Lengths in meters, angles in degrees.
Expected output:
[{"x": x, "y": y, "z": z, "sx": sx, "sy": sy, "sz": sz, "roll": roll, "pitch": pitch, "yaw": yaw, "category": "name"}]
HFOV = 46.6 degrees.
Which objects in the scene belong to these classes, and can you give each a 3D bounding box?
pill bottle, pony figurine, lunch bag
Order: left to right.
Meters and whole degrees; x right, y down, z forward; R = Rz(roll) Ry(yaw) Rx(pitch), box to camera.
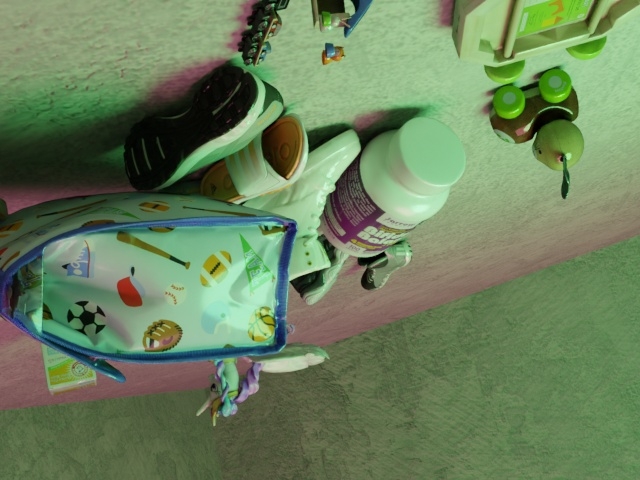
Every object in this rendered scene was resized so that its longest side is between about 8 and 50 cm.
[{"x": -0.281, "y": 0.050, "z": 1.030, "sx": 0.385, "sy": 0.239, "sz": 0.328, "roll": 1, "pitch": -174, "yaw": -36, "category": "lunch bag"}, {"x": -0.171, "y": 0.249, "z": 1.863, "sx": 0.351, "sy": 0.364, "sz": 0.303, "roll": -14, "pitch": 164, "yaw": -2, "category": "pony figurine"}, {"x": 0.123, "y": -0.092, "z": 1.311, "sx": 0.169, "sy": 0.169, "sz": 0.301, "roll": -7, "pitch": 163, "yaw": -25, "category": "pill bottle"}]

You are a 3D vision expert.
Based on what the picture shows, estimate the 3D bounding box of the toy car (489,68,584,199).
[{"x": 0.381, "y": -0.164, "z": 1.257, "sx": 0.149, "sy": 0.188, "sz": 0.155, "roll": -18, "pitch": 164, "yaw": 12, "category": "toy car"}]

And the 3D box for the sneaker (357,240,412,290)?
[{"x": 0.143, "y": 0.068, "z": 2.076, "sx": 0.132, "sy": 0.086, "sz": 0.229, "roll": 2, "pitch": 148, "yaw": -33, "category": "sneaker"}]

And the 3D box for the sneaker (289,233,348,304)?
[{"x": 0.000, "y": 0.000, "z": 1.647, "sx": 0.269, "sy": 0.153, "sz": 0.101, "roll": -56, "pitch": 171, "yaw": 12, "category": "sneaker"}]

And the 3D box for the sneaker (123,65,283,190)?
[{"x": -0.164, "y": -0.139, "z": 1.021, "sx": 0.271, "sy": 0.100, "sz": 0.108, "roll": -24, "pitch": 168, "yaw": 29, "category": "sneaker"}]

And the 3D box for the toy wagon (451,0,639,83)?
[{"x": 0.339, "y": -0.312, "z": 0.932, "sx": 0.344, "sy": 0.068, "sz": 0.267, "roll": -16, "pitch": 165, "yaw": 2, "category": "toy wagon"}]

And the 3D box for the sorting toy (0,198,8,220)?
[{"x": -0.564, "y": -0.070, "z": 0.903, "sx": 0.257, "sy": 0.089, "sz": 0.255, "roll": -15, "pitch": 165, "yaw": -1, "category": "sorting toy"}]

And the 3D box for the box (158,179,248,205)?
[{"x": -0.205, "y": -0.047, "z": 1.374, "sx": 0.183, "sy": 0.056, "sz": 0.231, "roll": -10, "pitch": 163, "yaw": -15, "category": "box"}]

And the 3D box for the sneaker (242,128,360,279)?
[{"x": -0.017, "y": -0.038, "z": 1.235, "sx": 0.292, "sy": 0.169, "sz": 0.108, "roll": -39, "pitch": 176, "yaw": 5, "category": "sneaker"}]

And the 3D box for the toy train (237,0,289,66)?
[{"x": -0.063, "y": -0.250, "z": 0.856, "sx": 0.036, "sy": 0.027, "sz": 0.158, "roll": -20, "pitch": 167, "yaw": -25, "category": "toy train"}]

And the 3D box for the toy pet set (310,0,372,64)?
[{"x": 0.027, "y": -0.247, "z": 0.785, "sx": 0.065, "sy": 0.122, "sz": 0.114, "roll": -6, "pitch": -177, "yaw": -4, "category": "toy pet set"}]

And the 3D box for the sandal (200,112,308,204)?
[{"x": -0.124, "y": -0.109, "z": 1.150, "sx": 0.076, "sy": 0.102, "sz": 0.265, "roll": -2, "pitch": 162, "yaw": -46, "category": "sandal"}]

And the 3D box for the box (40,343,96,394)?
[{"x": -0.610, "y": 0.256, "z": 1.786, "sx": 0.114, "sy": 0.203, "sz": 0.103, "roll": -9, "pitch": 164, "yaw": -19, "category": "box"}]
